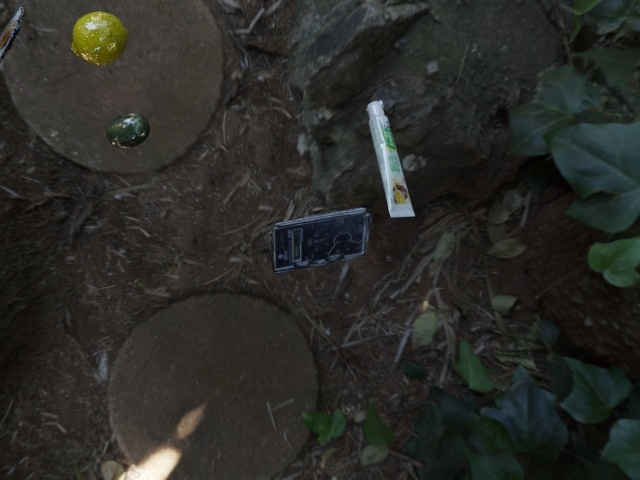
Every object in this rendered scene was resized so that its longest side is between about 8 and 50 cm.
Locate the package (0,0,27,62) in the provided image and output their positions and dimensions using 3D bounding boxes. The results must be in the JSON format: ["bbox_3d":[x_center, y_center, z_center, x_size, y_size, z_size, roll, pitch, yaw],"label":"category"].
[{"bbox_3d":[-0.752,-0.493,1.283,0.027,0.173,0.171,24,128,-40],"label":"package"}]

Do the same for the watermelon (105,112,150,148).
[{"bbox_3d":[-0.449,-0.255,1.239,0.110,0.078,0.078,-14,92,17],"label":"watermelon"}]

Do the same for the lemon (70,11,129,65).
[{"bbox_3d":[-0.493,-0.448,1.186,0.133,0.109,0.109,-25,93,-8],"label":"lemon"}]

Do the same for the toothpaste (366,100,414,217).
[{"bbox_3d":[0.171,-0.207,1.359,0.058,0.056,0.315,-15,75,10],"label":"toothpaste"}]

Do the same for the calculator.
[{"bbox_3d":[0.000,0.000,1.396,0.273,0.028,0.166,-10,132,-14],"label":"calculator"}]
